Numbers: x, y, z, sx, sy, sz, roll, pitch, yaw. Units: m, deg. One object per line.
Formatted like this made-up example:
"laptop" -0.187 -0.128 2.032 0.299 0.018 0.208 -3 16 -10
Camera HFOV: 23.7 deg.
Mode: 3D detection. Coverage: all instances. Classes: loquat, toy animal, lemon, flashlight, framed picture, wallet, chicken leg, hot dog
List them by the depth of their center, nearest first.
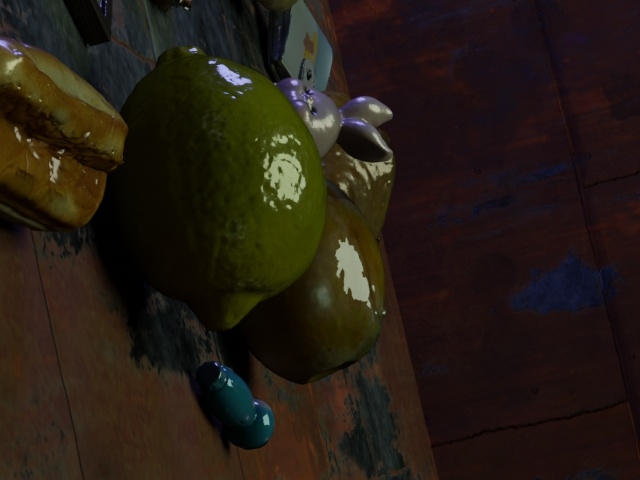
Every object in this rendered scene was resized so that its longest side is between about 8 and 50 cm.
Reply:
"hot dog" -0.185 -0.065 0.925 0.102 0.076 0.249 -66 167 -3
"lemon" -0.085 -0.050 1.240 0.184 0.184 0.249 52 27 -73
"framed picture" -0.212 -0.265 1.268 0.168 0.023 0.128 69 11 -45
"flashlight" -0.080 0.153 1.412 0.129 0.051 0.051 60 18 -55
"loquat" -0.018 0.035 1.608 0.179 0.179 0.228 44 31 -76
"toy animal" -0.021 -0.140 1.769 0.124 0.212 0.124 -12 90 -90
"chicken leg" 0.000 0.000 1.936 0.409 0.182 0.295 -81 173 -61
"wallet" -0.041 -0.292 2.422 0.231 0.069 0.170 54 41 -62

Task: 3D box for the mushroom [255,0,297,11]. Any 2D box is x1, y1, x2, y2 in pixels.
"mushroom" -0.077 -0.394 2.168 0.148 0.112 0.148 -15 90 -80

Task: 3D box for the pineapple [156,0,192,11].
"pineapple" -0.164 -0.343 1.621 0.221 0.047 0.221 -2 90 -83
